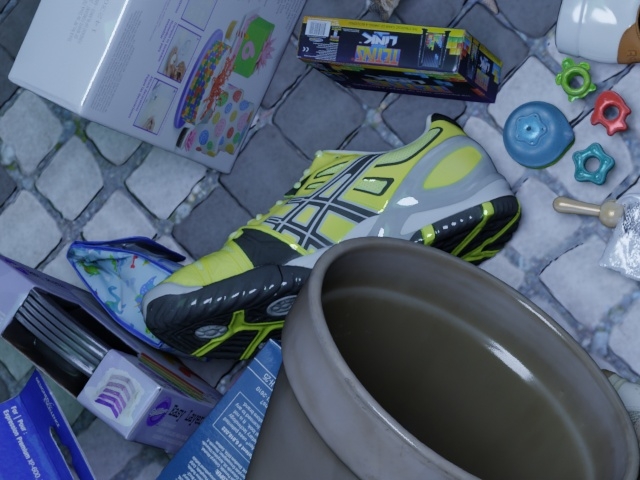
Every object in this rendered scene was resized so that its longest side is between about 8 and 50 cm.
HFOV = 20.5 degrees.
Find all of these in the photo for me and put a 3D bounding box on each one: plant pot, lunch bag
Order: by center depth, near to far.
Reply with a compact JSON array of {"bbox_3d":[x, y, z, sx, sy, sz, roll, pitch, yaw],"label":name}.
[{"bbox_3d":[0.064,0.203,1.532,0.323,0.323,0.280,46,121,21],"label":"plant pot"},{"bbox_3d":[-0.179,0.052,1.848,0.151,0.129,0.096,28,88,25],"label":"lunch bag"}]

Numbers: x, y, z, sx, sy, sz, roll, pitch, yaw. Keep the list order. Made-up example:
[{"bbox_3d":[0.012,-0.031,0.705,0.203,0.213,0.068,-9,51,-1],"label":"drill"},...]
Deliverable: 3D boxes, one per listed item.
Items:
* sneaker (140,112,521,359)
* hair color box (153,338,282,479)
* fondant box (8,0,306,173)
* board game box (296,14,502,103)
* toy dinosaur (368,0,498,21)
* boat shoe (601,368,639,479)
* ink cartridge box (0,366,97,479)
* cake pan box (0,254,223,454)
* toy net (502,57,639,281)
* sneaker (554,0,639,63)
[{"bbox_3d":[0.000,0.000,1.758,0.384,0.145,0.147,-20,63,-9],"label":"sneaker"},{"bbox_3d":[-0.092,0.265,1.759,0.105,0.174,0.347,42,98,22],"label":"hair color box"},{"bbox_3d":[-0.147,-0.216,1.764,0.096,0.330,0.238,25,92,24],"label":"fondant box"},{"bbox_3d":[0.081,-0.180,1.771,0.170,0.141,0.048,8,84,23],"label":"board game box"},{"bbox_3d":[0.070,-0.348,1.821,0.295,0.127,0.200,22,55,7],"label":"toy dinosaur"},{"bbox_3d":[0.241,0.272,1.615,0.098,0.109,0.302,22,85,24],"label":"boat shoe"},{"bbox_3d":[-0.326,0.293,1.800,0.176,0.069,0.371,60,140,18],"label":"ink cartridge box"},{"bbox_3d":[-0.215,0.121,1.778,0.245,0.267,0.070,34,90,23],"label":"cake pan box"},{"bbox_3d":[0.279,-0.062,1.731,0.122,0.045,0.232,-40,72,10],"label":"toy net"},{"bbox_3d":[0.323,-0.312,1.723,0.123,0.106,0.290,15,99,19],"label":"sneaker"}]
